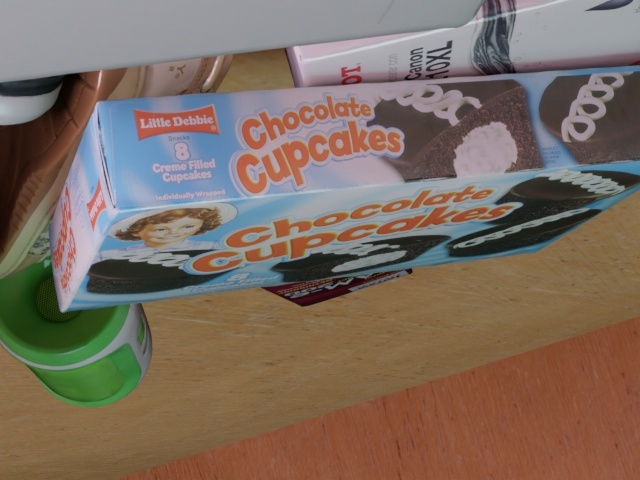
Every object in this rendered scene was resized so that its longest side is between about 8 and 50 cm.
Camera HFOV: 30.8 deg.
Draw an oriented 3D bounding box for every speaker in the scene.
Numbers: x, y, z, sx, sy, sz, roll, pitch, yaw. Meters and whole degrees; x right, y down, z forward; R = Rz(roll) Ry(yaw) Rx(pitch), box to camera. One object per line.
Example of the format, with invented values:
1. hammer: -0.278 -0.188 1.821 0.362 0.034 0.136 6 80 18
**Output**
1. speaker: -0.228 0.080 1.090 0.131 0.131 0.296 -12 166 -8

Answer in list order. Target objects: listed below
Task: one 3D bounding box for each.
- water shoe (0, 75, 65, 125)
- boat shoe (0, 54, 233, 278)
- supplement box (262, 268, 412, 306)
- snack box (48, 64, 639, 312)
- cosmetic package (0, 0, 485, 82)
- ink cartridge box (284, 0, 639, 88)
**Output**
1. water shoe: -0.213 -0.108 0.546 0.203 0.073 0.080 0 132 -40
2. boat shoe: -0.153 -0.048 0.716 0.089 0.105 0.285 -1 160 -35
3. supplement box: 0.000 0.000 1.110 0.130 0.073 0.239 -18 166 12
4. snack box: 0.021 -0.027 0.651 0.321 0.060 0.187 -7 165 -21
5. cosmetic package: -0.149 -0.141 0.254 0.453 0.162 0.230 -10 165 -17
6. ink cartridge box: 0.094 -0.134 0.634 0.237 0.100 0.172 -13 165 0
